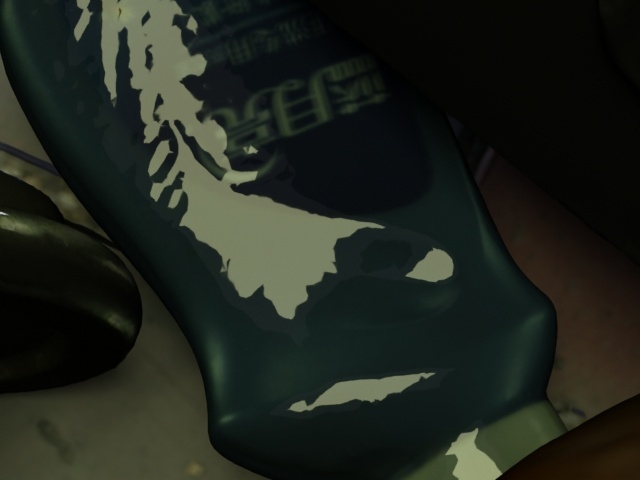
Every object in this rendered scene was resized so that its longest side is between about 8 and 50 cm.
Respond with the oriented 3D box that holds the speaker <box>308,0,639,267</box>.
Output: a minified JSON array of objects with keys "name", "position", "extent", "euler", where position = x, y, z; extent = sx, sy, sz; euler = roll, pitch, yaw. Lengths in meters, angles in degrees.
[{"name":"speaker","position":[0.126,-0.144,0.534],"extent":[0.254,0.184,0.232],"euler":[39,46,13]}]

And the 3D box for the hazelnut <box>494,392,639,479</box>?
[{"name":"hazelnut","position":[0.200,0.190,0.374],"extent":[0.429,0.402,0.402],"euler":[-6,71,-2]}]

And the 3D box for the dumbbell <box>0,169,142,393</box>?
[{"name":"dumbbell","position":[-0.152,0.088,0.497],"extent":[0.192,0.192,0.290],"euler":[-1,70,1]}]

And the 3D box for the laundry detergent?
[{"name":"laundry detergent","position":[0.000,0.000,0.570],"extent":[0.143,0.094,0.290],"euler":[-26,72,-21]}]
